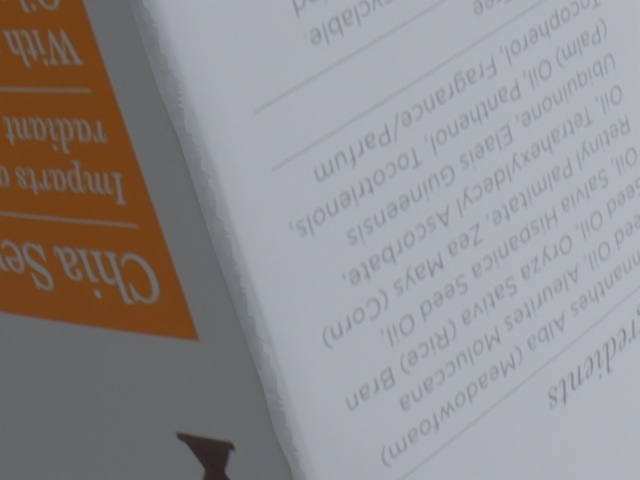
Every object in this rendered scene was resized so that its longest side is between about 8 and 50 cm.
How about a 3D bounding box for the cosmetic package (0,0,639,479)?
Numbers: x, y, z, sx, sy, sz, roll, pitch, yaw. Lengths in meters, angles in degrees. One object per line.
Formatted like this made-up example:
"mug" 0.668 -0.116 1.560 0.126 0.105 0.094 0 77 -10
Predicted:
"cosmetic package" -0.015 0.054 0.576 0.161 0.230 0.453 -35 117 -36
